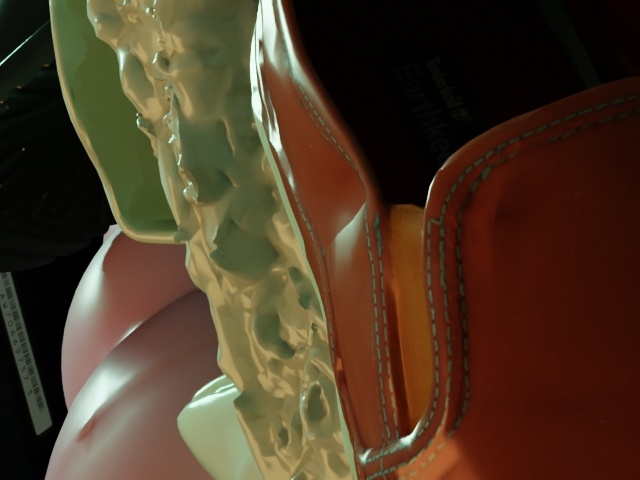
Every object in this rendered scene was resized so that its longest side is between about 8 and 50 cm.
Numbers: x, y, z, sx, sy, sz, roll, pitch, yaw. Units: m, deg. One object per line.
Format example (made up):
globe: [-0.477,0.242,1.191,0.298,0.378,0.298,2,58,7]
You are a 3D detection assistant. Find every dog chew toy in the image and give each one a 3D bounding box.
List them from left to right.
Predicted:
dog chew toy: [-0.019,0.064,0.847,0.332,0.206,0.207,-106,-2,-54]

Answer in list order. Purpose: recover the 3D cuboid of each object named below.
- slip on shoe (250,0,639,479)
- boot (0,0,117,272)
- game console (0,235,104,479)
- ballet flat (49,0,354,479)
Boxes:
slip on shoe: [0.059,0.018,0.434,0.101,0.123,0.331,81,169,-50]
boot: [-0.109,-0.135,0.835,0.094,0.246,0.207,15,-147,-41]
game console: [-0.131,0.018,1.213,0.342,0.060,0.387,-37,-65,-60]
ballet flat: [0.000,0.000,0.644,0.147,0.147,0.409,126,125,-82]
